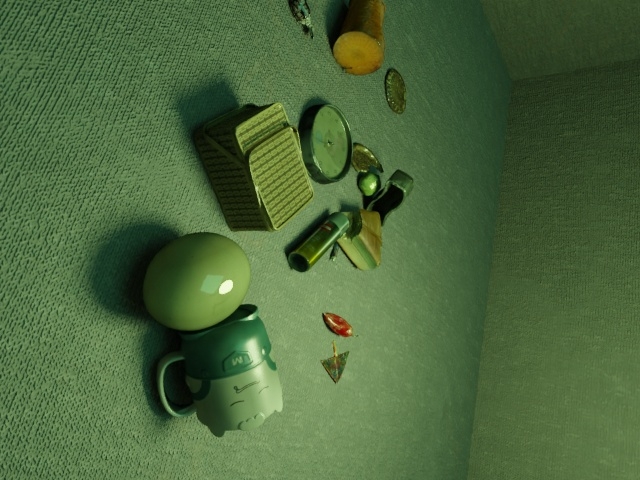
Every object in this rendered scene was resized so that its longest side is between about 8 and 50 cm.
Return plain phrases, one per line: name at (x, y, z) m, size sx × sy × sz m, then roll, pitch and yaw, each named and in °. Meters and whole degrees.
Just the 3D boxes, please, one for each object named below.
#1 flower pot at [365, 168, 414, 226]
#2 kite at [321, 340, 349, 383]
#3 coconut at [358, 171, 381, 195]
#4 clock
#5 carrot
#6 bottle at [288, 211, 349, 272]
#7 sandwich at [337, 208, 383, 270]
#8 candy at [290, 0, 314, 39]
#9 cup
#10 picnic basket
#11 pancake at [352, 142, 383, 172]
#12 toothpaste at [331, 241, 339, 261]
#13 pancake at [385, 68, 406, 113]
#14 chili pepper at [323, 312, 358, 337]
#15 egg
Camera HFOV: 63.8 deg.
flower pot at (0.269, -0.162, 2.012) m, size 0.103 × 0.229 × 0.108 m, roll 38°, pitch 46°, yaw 2°
kite at (0.056, 0.439, 1.857) m, size 0.190 × 0.010 × 0.159 m, roll 1°, pitch 87°, yaw -57°
coconut at (0.196, -0.224, 2.007) m, size 0.096 × 0.088 × 0.088 m, roll -40°, pitch 126°, yaw -16°
clock at (0.024, -0.335, 1.784) m, size 0.280 × 0.055 × 0.280 m, roll 1°, pitch 88°, yaw -56°
carrot at (0.162, -0.762, 1.883) m, size 0.196 × 0.196 × 0.254 m, roll 46°, pitch 50°, yaw -45°
bottle at (0.000, 0.000, 1.719) m, size 0.286 × 0.082 × 0.082 m, roll -45°, pitch 125°, yaw -46°
sandwich at (0.142, 0.001, 1.895) m, size 0.186 × 0.108 × 0.220 m, roll 2°, pitch 83°, yaw -56°
candy at (-0.065, -0.764, 1.665) m, size 0.226 × 0.051 × 0.094 m, roll 62°, pitch 40°, yaw -33°
cup at (-0.251, 0.318, 1.260) m, size 0.290 × 0.219 × 0.257 m, roll -17°, pitch 105°, yaw -21°
picnic basket at (-0.168, -0.201, 1.396) m, size 0.228 × 0.175 × 0.313 m, roll -45°, pitch 125°, yaw -45°
pancake at (0.172, -0.298, 1.968) m, size 0.184 × 0.020 × 0.190 m, roll 44°, pitch 39°, yaw -18°
toothpaste at (0.054, 0.040, 1.851) m, size 0.027 × 0.019 × 0.083 m, roll 53°, pitch 41°, yaw -39°
pancake at (0.334, -0.656, 2.268) m, size 0.199 × 0.021 × 0.199 m, roll 2°, pitch 87°, yaw -56°
chili pepper at (0.069, 0.308, 1.842) m, size 0.191 × 0.050 × 0.059 m, roll 40°, pitch 60°, yaw -33°
egg at (-0.283, 0.092, 1.188) m, size 0.269 × 0.219 × 0.219 m, roll -23°, pitch 108°, yaw -50°
